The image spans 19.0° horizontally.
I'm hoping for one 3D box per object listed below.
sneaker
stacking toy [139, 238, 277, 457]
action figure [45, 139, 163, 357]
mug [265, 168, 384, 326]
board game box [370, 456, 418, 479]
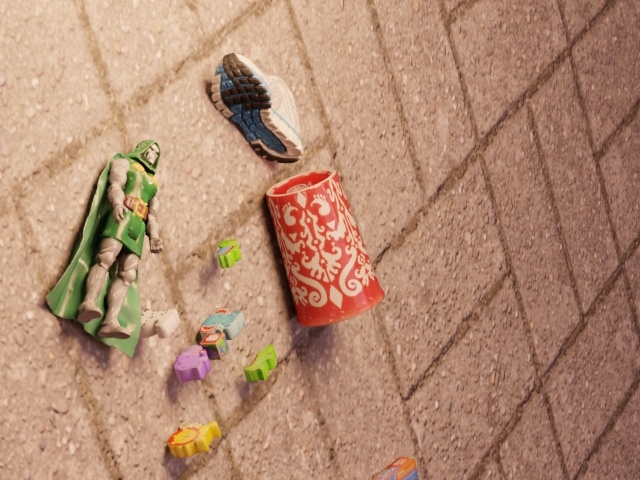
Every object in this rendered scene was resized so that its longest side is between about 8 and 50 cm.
[{"bbox_3d":[-0.074,-0.174,2.281,0.191,0.071,0.083,57,35,-52],"label":"sneaker"},{"bbox_3d":[-0.129,0.118,2.172,0.221,0.052,0.167,-49,130,-52],"label":"stacking toy"},{"bbox_3d":[-0.210,-0.009,2.038,0.137,0.063,0.232,43,48,-45],"label":"action figure"},{"bbox_3d":[-0.008,0.004,2.356,0.113,0.150,0.169,-24,107,-19],"label":"mug"},{"bbox_3d":[0.062,0.397,2.479,0.281,0.027,0.145,-29,113,-57],"label":"board game box"}]
